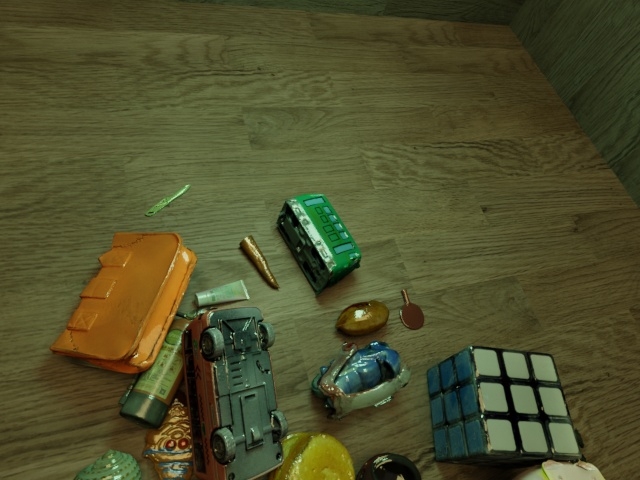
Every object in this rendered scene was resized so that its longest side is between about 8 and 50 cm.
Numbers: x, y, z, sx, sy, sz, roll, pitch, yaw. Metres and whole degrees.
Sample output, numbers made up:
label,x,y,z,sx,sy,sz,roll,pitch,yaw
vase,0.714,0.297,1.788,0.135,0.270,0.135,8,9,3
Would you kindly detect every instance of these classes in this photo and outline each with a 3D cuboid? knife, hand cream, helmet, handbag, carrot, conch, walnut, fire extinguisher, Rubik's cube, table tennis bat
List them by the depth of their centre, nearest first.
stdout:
label,x,y,z,sx,sy,sz,roll,pitch,yaw
conch,-0.536,0.628,1.014,0.172,0.131,0.200,-1,60,-17
helmet,0.187,0.705,1.140,0.189,0.193,0.216,28,65,-6
fire extinguisher,-0.461,0.332,1.208,0.200,0.113,0.376,23,52,-1
handbag,-0.567,0.170,1.226,0.303,0.116,0.411,1,56,19
Rubik's cube,0.540,0.526,1.281,0.303,0.305,0.301,8,57,-9
hand cream,-0.331,0.183,1.388,0.174,0.047,0.076,-11,64,-31
walnut,0.145,0.272,1.437,0.207,0.116,0.116,-15,66,-16
carrot,-0.214,0.085,1.476,0.057,0.057,0.224,-28,76,-28
knife,-0.563,-0.153,1.529,0.030,0.014,0.207,40,59,7
table tennis bat,0.336,0.258,1.549,0.097,0.019,0.155,-6,65,-19

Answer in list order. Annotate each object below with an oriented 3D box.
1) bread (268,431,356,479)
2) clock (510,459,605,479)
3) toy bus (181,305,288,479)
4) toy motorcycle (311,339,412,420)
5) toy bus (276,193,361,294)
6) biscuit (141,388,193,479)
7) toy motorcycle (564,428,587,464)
label,x,y,z,sx,sy,sz,roll,pitch,yaw
bread,-0.021,0.661,1.124,0.268,0.146,0.269,18,50,-23
clock,0.640,0.814,1.098,0.367,0.377,0.251,7,28,-12
toy bus,-0.246,0.405,1.118,0.203,0.232,0.428,3,71,-45
toy motorcycle,0.138,0.436,1.287,0.318,0.182,0.241,-25,43,-27
toy bus,0.000,0.000,1.506,0.199,0.184,0.344,-20,69,-31
biscuit,-0.402,0.554,1.156,0.183,0.043,0.281,-1,64,-20
toy motorcycle,0.790,0.676,1.388,0.158,0.106,0.271,-17,78,-20
